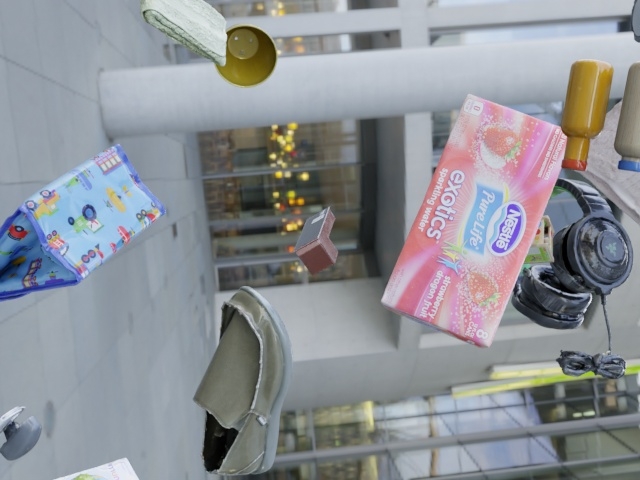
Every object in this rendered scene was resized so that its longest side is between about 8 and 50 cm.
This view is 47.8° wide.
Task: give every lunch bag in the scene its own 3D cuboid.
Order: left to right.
[{"bbox_3d":[-0.431,-0.001,1.135,0.138,0.293,0.221,57,36,-14],"label":"lunch bag"}]

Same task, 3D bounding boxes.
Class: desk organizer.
[{"bbox_3d":[0.000,0.000,1.139,0.050,0.047,0.130,55,20,-15],"label":"desk organizer"}]

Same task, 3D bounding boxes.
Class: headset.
[{"bbox_3d":[0.416,0.064,1.254,0.243,0.185,0.394,117,-31,-43],"label":"headset"}]

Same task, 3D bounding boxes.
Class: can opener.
[{"bbox_3d":[-0.628,0.417,1.326,0.095,0.283,0.076,44,8,4],"label":"can opener"}]

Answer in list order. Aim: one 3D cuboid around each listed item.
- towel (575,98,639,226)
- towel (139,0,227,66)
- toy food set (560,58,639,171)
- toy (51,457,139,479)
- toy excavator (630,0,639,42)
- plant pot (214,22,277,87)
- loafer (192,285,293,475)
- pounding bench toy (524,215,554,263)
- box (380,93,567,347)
[{"bbox_3d":[0.494,-0.147,0.985,0.282,0.187,0.049,-49,-178,41],"label":"towel"},{"bbox_3d":[-0.192,-0.319,1.029,0.027,0.148,0.110,-33,-130,32],"label":"towel"},{"bbox_3d":[0.352,-0.103,0.678,0.111,0.233,0.104,-124,-138,-80],"label":"toy food set"},{"bbox_3d":[-0.386,0.428,1.169,0.137,0.237,0.056,50,-51,30],"label":"toy"},{"bbox_3d":[0.728,-0.374,1.177,0.432,0.223,0.444,90,0,-57],"label":"toy excavator"},{"bbox_3d":[-0.162,-0.406,1.536,0.095,0.134,0.134,-104,-170,-56],"label":"plant pot"},{"bbox_3d":[-0.094,0.174,0.827,0.094,0.087,0.251,26,-60,45],"label":"loafer"},{"bbox_3d":[0.341,-0.012,1.158,0.083,0.052,0.065,50,43,-48],"label":"pounding bench toy"},{"bbox_3d":[0.209,-0.019,0.972,0.142,0.154,0.299,46,68,-78],"label":"box"}]
